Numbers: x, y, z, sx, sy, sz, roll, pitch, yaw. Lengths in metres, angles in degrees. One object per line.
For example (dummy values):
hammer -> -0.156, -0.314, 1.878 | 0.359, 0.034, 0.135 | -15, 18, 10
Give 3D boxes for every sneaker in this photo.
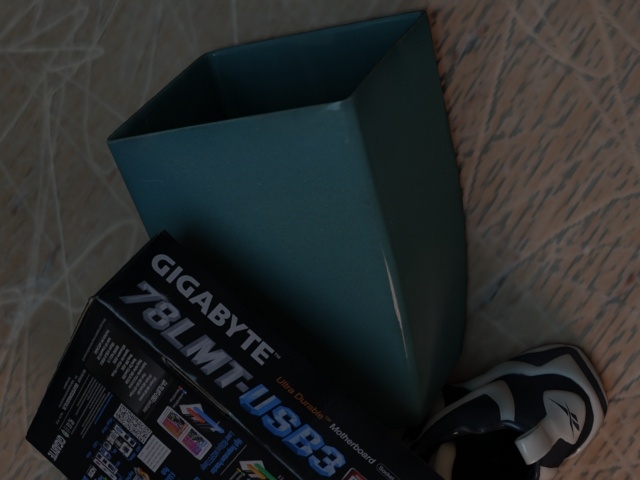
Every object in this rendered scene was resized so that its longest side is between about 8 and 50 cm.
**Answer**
sneaker -> 0.069, 0.157, 1.247 | 0.235, 0.153, 0.094 | -22, 96, 27

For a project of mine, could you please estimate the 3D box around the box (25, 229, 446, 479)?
box -> -0.045, 0.162, 1.223 | 0.293, 0.073, 0.295 | 40, 152, 3

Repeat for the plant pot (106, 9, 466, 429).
plant pot -> 0.000, 0.000, 1.226 | 0.166, 0.165, 0.234 | -7, 112, 24

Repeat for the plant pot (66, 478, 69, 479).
plant pot -> -0.092, 0.226, 1.404 | 0.236, 0.032, 0.236 | 7, 110, 20
